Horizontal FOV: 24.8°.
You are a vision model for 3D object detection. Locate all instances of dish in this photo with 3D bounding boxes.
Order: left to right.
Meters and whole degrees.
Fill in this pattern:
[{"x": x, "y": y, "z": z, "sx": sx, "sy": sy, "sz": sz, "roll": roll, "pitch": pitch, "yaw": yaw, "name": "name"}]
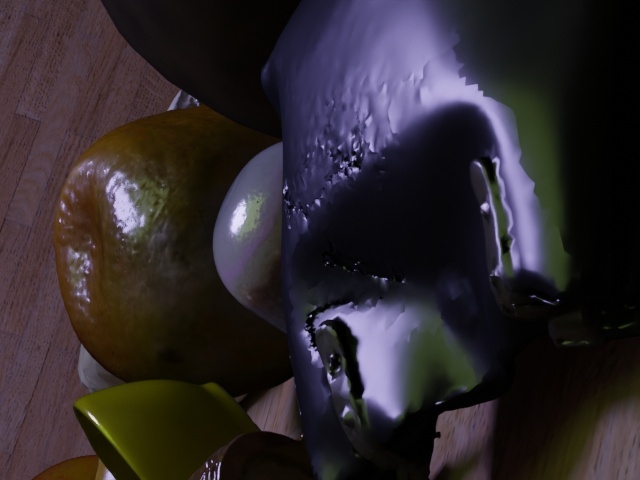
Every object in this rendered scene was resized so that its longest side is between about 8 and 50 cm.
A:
[{"x": -0.094, "y": 0.199, "z": 1.208, "sx": 0.108, "sy": 0.221, "sz": 0.262, "roll": -37, "pitch": -10, "yaw": -15, "name": "dish"}]

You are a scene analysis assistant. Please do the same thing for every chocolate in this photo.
[{"x": -0.004, "y": 0.005, "z": 1.063, "sx": 0.221, "sy": 0.147, "sz": 0.221, "roll": -161, "pitch": 90, "yaw": -78, "name": "chocolate"}]

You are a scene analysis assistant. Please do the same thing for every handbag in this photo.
[{"x": 0.073, "y": -0.040, "z": 0.685, "sx": 0.342, "sy": 0.152, "sz": 0.288, "roll": 129, "pitch": 151, "yaw": -55, "name": "handbag"}]

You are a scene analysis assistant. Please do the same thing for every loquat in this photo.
[{"x": -0.095, "y": 0.007, "z": 1.298, "sx": 0.284, "sy": 0.276, "sz": 0.276, "roll": -18, "pitch": 52, "yaw": 58, "name": "loquat"}]

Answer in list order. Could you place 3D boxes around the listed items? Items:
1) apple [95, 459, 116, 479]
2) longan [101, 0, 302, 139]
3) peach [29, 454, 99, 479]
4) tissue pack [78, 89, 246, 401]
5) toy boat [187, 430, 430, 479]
[{"x": -0.153, "y": 0.262, "z": 1.423, "sx": 0.182, "sy": 0.155, "sz": 0.182, "roll": -163, "pitch": 90, "yaw": -80, "name": "apple"}, {"x": -0.001, "y": -0.251, "z": 1.004, "sx": 0.404, "sy": 0.336, "sz": 0.404, "roll": -13, "pitch": -90, "yaw": -79, "name": "longan"}, {"x": -0.256, "y": 0.359, "z": 1.658, "sx": 0.231, "sy": 0.231, "sz": 0.231, "roll": -161, "pitch": 90, "yaw": -82, "name": "peach"}, {"x": -0.140, "y": 0.034, "z": 1.670, "sx": 0.380, "sy": 0.207, "sz": 0.297, "roll": 132, "pitch": 156, "yaw": -70, "name": "tissue pack"}, {"x": -0.044, "y": 0.184, "z": 0.863, "sx": 0.310, "sy": 0.115, "sz": 0.089, "roll": -43, "pitch": 30, "yaw": 46, "name": "toy boat"}]
